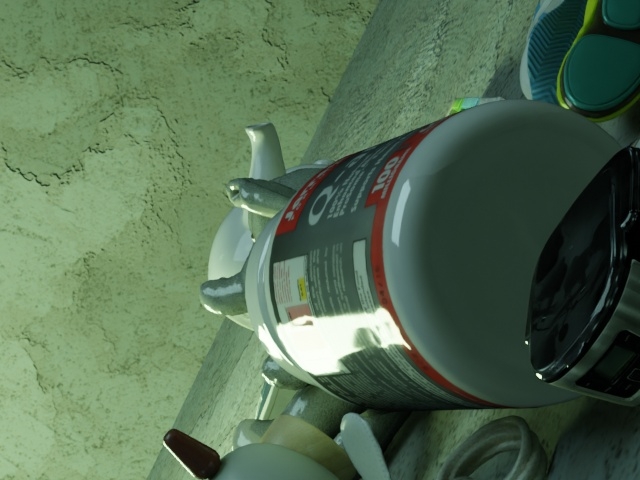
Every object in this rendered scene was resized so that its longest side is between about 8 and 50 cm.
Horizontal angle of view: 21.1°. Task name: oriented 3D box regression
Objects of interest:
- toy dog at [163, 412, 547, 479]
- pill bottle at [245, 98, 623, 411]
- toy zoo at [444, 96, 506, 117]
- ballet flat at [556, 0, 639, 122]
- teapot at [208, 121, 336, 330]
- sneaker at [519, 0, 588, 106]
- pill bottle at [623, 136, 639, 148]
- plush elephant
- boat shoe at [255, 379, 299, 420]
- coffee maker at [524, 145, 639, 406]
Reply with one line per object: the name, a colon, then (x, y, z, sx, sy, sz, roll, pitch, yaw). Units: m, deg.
toy dog: (-0.010, 0.206, 1.303, 0.333, 0.161, 0.220, -16, 42, 44)
pill bottle: (0.079, 0.024, 1.295, 0.210, 0.210, 0.363, -66, 17, -15)
toy zoo: (0.153, -0.074, 1.975, 0.192, 0.030, 0.293, -64, 8, 1)
ballet flat: (0.259, -0.164, 1.524, 0.077, 0.077, 0.231, 94, -166, -49)
teapot: (0.000, 0.000, 1.940, 0.256, 0.252, 0.187, 130, 151, -64)
sneaker: (0.238, -0.184, 1.656, 0.229, 0.087, 0.092, -63, -2, -48)
pill bottle: (0.244, -0.044, 1.226, 0.067, 0.067, 0.120, -67, 9, -21)
plush elephant: (-0.002, 0.048, 1.658, 0.330, 0.255, 0.272, -51, -21, 14)
boat shoe: (-0.017, 0.149, 2.149, 0.079, 0.095, 0.254, -143, 70, -70)
coffee maker: (0.200, 0.039, 0.871, 0.120, 0.178, 0.171, -60, 9, 17)
